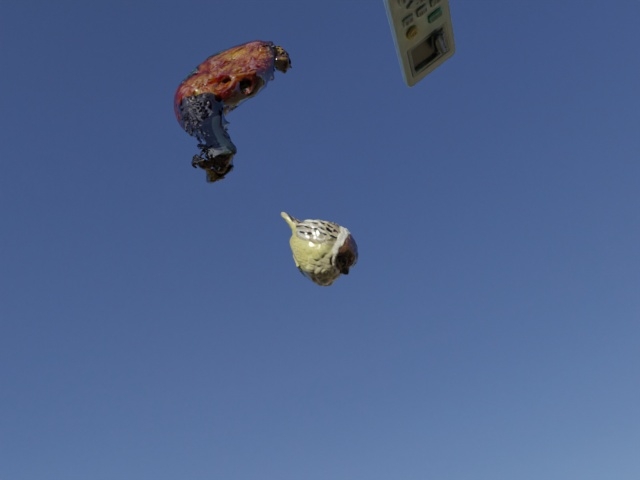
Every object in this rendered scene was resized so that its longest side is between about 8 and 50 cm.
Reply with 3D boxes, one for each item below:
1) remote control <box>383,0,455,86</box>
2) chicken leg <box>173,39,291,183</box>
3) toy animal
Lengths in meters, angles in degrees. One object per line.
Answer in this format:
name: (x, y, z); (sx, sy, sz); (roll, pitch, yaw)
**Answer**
remote control: (0.130, -0.356, 1.023); (0.103, 0.051, 0.293); (-38, -39, -9)
chicken leg: (-0.100, -0.142, 0.739); (0.106, 0.253, 0.051); (-4, -50, 14)
toy animal: (0.000, 0.000, 1.064); (0.098, 0.137, 0.098); (-22, -20, -9)
